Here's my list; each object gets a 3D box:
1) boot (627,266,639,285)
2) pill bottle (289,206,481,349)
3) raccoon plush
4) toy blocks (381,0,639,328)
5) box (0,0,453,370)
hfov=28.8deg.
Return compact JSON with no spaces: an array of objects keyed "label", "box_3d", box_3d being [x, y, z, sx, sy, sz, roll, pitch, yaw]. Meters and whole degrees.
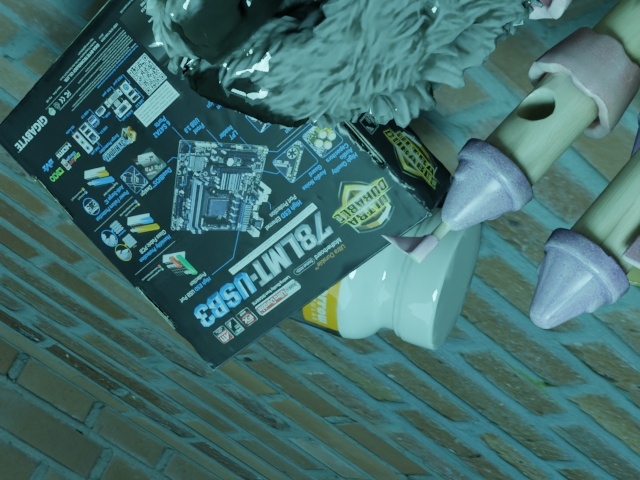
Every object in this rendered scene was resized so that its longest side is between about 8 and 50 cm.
[{"label":"boot","box_3d":[0.305,0.070,0.977,0.095,0.203,0.262,37,158,-32]},{"label":"pill bottle","box_3d":[0.000,0.000,1.189,0.278,0.162,0.162,18,154,18]},{"label":"raccoon plush","box_3d":[0.031,-0.218,0.672,0.447,0.299,0.216,-6,125,-21]},{"label":"toy blocks","box_3d":[0.223,-0.027,0.724,0.289,0.260,0.309,31,164,40]},{"label":"box","box_3d":[-0.091,-0.070,1.046,0.293,0.073,0.295,46,129,-8]}]
